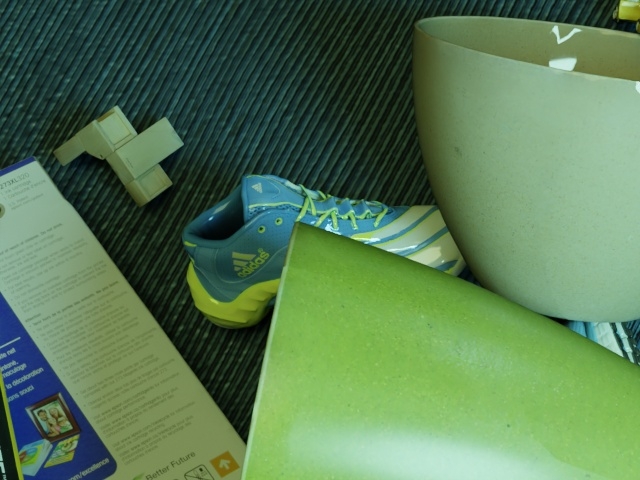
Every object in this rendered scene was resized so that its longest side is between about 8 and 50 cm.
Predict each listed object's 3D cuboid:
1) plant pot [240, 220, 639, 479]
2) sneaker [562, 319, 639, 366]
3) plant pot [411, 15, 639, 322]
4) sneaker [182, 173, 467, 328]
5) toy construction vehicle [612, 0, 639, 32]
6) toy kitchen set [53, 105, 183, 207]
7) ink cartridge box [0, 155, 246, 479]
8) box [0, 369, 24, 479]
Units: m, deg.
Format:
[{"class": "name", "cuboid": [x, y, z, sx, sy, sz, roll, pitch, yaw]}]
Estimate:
[{"class": "plant pot", "cuboid": [0.100, 0.148, 1.075, 0.293, 0.275, 0.275, 11, 72, 0]}, {"class": "sneaker", "cuboid": [0.216, 0.130, 1.204, 0.073, 0.063, 0.162, -27, 60, 25]}, {"class": "plant pot", "cuboid": [0.197, -0.049, 1.177, 0.284, 0.284, 0.191, 12, 105, 19]}, {"class": "sneaker", "cuboid": [0.000, 0.000, 1.257, 0.240, 0.126, 0.091, -16, 47, 9]}, {"class": "toy construction vehicle", "cuboid": [0.285, -0.184, 1.281, 0.085, 0.098, 0.035, 7, 106, 1]}, {"class": "toy kitchen set", "cuboid": [-0.171, -0.073, 1.396, 0.068, 0.075, 0.083, -40, 98, -42]}, {"class": "ink cartridge box", "cuboid": [-0.215, 0.106, 1.284, 0.175, 0.069, 0.371, -28, 65, -22]}, {"class": "box", "cuboid": [-0.338, 0.269, 1.196, 0.322, 0.079, 0.257, -38, 58, 32]}]
